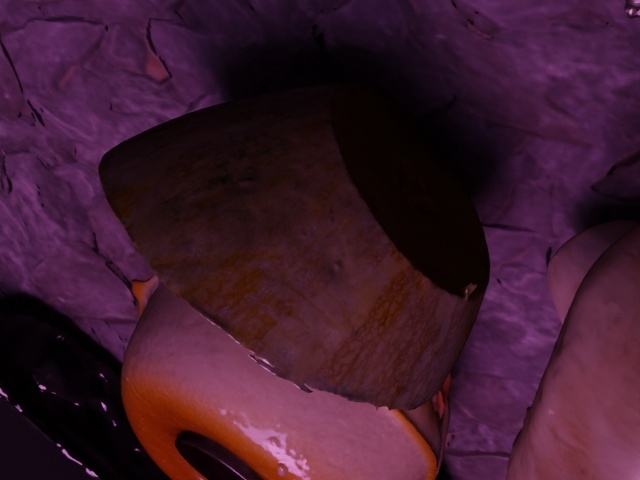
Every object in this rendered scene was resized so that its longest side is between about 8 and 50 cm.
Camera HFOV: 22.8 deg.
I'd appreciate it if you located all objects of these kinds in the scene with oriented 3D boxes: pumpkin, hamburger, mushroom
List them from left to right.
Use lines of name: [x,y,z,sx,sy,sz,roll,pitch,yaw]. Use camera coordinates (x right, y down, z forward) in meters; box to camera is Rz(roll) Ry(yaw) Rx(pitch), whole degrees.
hamburger: [-0.022,0.097,0.990,0.237,0.147,0.237,28,151,17]
pumpkin: [0.006,-0.017,0.833,0.217,0.217,0.110,39,108,-10]
mushroom: [0.191,0.070,0.783,0.234,0.260,0.254,46,169,44]

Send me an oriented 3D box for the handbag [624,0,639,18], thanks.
handbag: [0.203,-0.130,0.660,0.151,0.072,0.193,11,140,22]

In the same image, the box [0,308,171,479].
box: [-0.218,0.217,1.287,0.359,0.091,0.350,45,140,-18]
